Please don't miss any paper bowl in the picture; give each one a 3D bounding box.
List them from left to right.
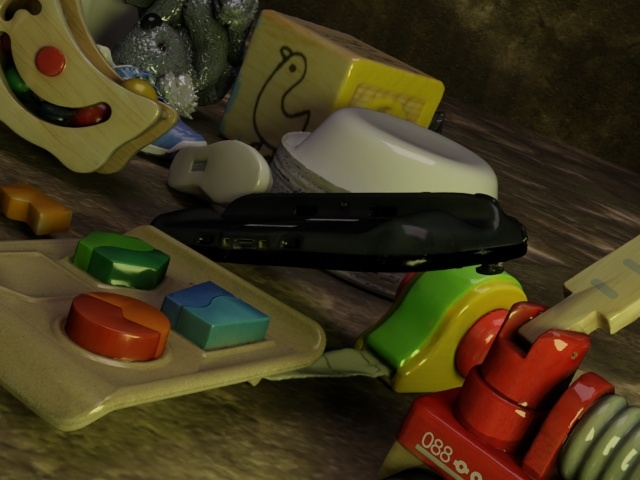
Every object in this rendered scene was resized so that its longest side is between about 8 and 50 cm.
[{"bbox_3d":[0.082,-0.050,1.107,0.284,0.148,0.284,20,17,-6],"label":"paper bowl"}]

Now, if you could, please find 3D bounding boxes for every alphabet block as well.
[{"bbox_3d":[0.013,-0.177,1.339,0.193,0.192,0.197,3,25,-45],"label":"alphabet block"}]

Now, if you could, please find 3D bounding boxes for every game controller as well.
[{"bbox_3d":[0.000,0.000,0.796,0.319,0.067,0.166,2,14,44],"label":"game controller"}]

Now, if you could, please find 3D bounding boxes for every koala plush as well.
[{"bbox_3d":[-0.210,-0.238,1.320,0.196,0.203,0.221,17,36,10],"label":"koala plush"}]

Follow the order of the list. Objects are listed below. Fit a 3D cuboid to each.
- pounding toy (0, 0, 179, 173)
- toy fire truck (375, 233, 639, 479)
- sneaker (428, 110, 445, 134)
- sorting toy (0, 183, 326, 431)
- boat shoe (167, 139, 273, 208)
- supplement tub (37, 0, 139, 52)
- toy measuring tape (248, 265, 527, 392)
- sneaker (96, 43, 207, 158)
[{"bbox_3d":[-0.263,-0.182,1.008,0.270,0.154,0.155,33,7,5],"label":"pounding toy"},{"bbox_3d":[0.174,0.109,0.549,0.217,0.246,0.159,34,20,33],"label":"toy fire truck"},{"bbox_3d":[0.134,-0.174,1.650,0.130,0.109,0.286,18,14,4],"label":"sneaker"},{"bbox_3d":[-0.172,0.019,0.686,0.307,0.041,0.229,28,21,31],"label":"sorting toy"},{"bbox_3d":[-0.091,-0.059,1.004,0.063,0.066,0.184,22,-12,-34],"label":"boat shoe"},{"bbox_3d":[-0.379,-0.397,1.494,0.272,0.191,0.191,33,19,28],"label":"supplement tub"},{"bbox_3d":[0.074,0.061,0.803,0.330,0.121,0.121,7,23,-43],"label":"toy measuring tape"},{"bbox_3d":[-0.217,-0.159,1.159,0.211,0.081,0.080,31,16,20],"label":"sneaker"}]
